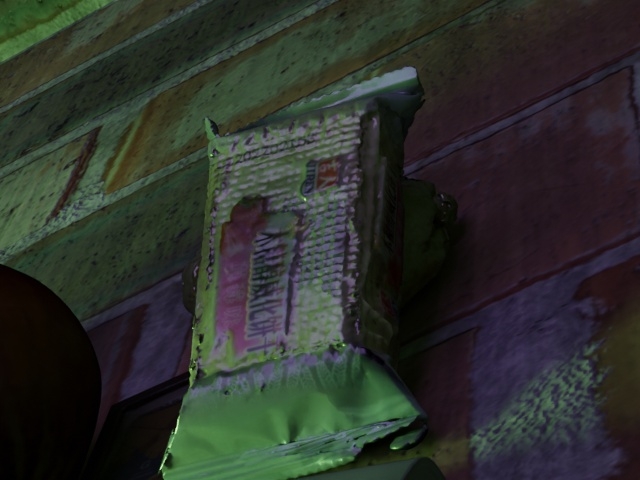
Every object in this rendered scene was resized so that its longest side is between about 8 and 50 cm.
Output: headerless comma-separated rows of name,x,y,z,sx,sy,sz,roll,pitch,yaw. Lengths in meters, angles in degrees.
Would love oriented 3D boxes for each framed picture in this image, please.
framed picture,-0.109,0.144,1.329,0.128,0.023,0.168,-25,21,18

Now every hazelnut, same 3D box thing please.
hazelnut,-0.262,0.140,1.333,0.251,0.217,0.217,-44,16,15

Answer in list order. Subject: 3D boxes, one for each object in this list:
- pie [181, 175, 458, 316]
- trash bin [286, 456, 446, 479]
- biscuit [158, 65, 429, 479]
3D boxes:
pie,0.000,0.000,1.416,0.201,0.090,0.248,-36,23,-24
trash bin,-0.003,0.177,1.039,0.130,0.059,0.116,-17,25,34
biscuit,-0.010,0.026,1.259,0.186,0.079,0.309,-15,47,23
